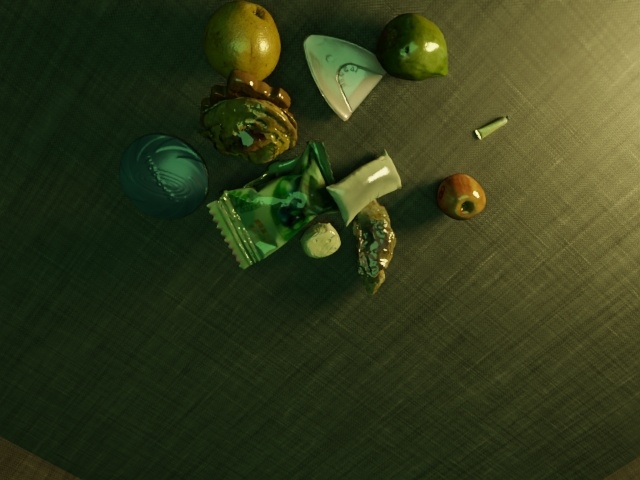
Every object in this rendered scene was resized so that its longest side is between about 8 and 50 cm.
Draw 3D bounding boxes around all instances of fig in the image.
[{"bbox_3d":[0.272,-0.524,1.192,0.234,0.167,0.166,13,112,-8],"label":"fig"}]

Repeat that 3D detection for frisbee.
[{"bbox_3d":[-0.509,-0.197,1.393,0.290,0.049,0.289,0,113,0],"label":"frisbee"}]

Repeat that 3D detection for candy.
[{"bbox_3d":[-0.129,-0.104,1.335,0.398,0.172,0.262,-33,112,-13],"label":"candy"}]

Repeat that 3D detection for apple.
[{"bbox_3d":[0.446,-0.134,1.369,0.147,0.130,0.146,0,118,-1],"label":"apple"}]

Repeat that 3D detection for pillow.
[{"bbox_3d":[0.142,-0.163,1.342,0.254,0.078,0.144,-35,121,-22],"label":"pillow"}]

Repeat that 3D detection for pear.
[{"bbox_3d":[-0.208,-0.539,1.169,0.209,0.208,0.208,0,112,0],"label":"pear"}]

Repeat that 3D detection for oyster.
[{"bbox_3d":[0.176,0.027,1.447,0.167,0.110,0.340,7,99,-9],"label":"oyster"}]

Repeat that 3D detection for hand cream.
[{"bbox_3d":[0.535,-0.354,1.339,0.102,0.022,0.035,-30,110,18],"label":"hand cream"}]

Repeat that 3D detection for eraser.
[{"bbox_3d":[0.050,-0.504,1.257,0.243,0.059,0.204,38,108,-17],"label":"eraser"}]

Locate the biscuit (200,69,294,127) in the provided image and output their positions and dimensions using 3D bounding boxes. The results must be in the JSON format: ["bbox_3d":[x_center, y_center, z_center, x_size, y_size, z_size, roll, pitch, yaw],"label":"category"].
[{"bbox_3d":[-0.230,-0.384,1.245,0.302,0.278,0.043,-6,72,22],"label":"biscuit"}]

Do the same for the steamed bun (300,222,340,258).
[{"bbox_3d":[0.000,0.000,1.448,0.130,0.090,0.112,-28,118,11],"label":"steamed bun"}]

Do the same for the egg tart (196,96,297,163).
[{"bbox_3d":[-0.211,-0.292,1.244,0.298,0.297,0.132,7,73,-2],"label":"egg tart"}]
